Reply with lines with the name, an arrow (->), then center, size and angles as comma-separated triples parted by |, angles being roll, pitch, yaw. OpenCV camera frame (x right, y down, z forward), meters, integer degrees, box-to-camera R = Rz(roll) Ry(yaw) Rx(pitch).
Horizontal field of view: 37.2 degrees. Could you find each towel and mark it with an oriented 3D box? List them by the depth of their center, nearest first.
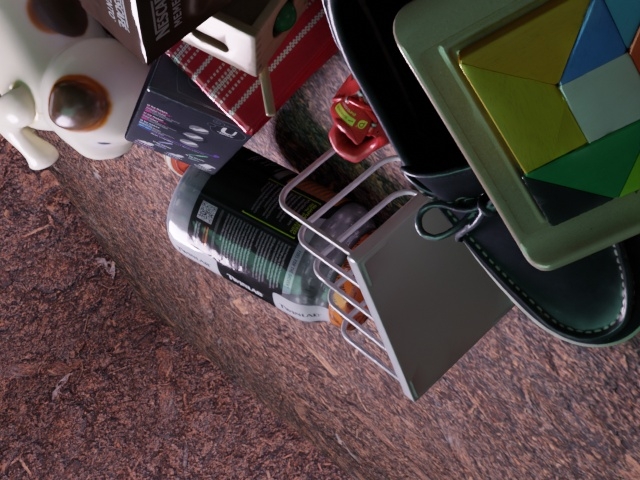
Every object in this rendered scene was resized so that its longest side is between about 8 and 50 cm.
towel -> -0.106, -0.277, 1.065 | 0.275, 0.199, 0.031 | 46, -161, 3

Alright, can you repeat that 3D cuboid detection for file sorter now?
file sorter -> 0.097, 0.019, 1.180 | 0.173, 0.193, 0.277 | 35, 158, 42

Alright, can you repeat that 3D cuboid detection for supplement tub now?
supplement tub -> -0.054, -0.003, 1.416 | 0.316, 0.193, 0.193 | 28, 156, 23

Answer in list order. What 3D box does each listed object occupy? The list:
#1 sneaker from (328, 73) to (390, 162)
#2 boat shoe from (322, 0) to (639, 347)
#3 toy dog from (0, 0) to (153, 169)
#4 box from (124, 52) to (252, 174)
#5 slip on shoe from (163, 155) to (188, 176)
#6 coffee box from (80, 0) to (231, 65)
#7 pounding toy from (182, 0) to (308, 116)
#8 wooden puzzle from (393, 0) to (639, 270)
sneaker -> 0.068, -0.155, 0.992 | 0.107, 0.118, 0.279 | 44, 162, 10
boat shoe -> 0.150, -0.080, 0.830 | 0.187, 0.156, 0.500 | -16, 119, 32
toy dog -> -0.434, -0.311, 1.660 | 0.408, 0.285, 0.395 | 41, 125, 24
box -> -0.152, -0.206, 1.249 | 0.143, 0.165, 0.270 | 21, 168, -13
slip on shoe -> -0.180, -0.168, 1.548 | 0.101, 0.123, 0.331 | 43, 157, 0
coffee box -> -0.106, -0.296, 0.885 | 0.098, 0.246, 0.141 | 44, 162, 12
pounding toy -> -0.078, -0.229, 0.989 | 0.141, 0.130, 0.100 | 28, 158, 9
wooden puzzle -> 0.200, -0.109, 0.681 | 0.238, 0.221, 0.044 | 56, -158, -19
